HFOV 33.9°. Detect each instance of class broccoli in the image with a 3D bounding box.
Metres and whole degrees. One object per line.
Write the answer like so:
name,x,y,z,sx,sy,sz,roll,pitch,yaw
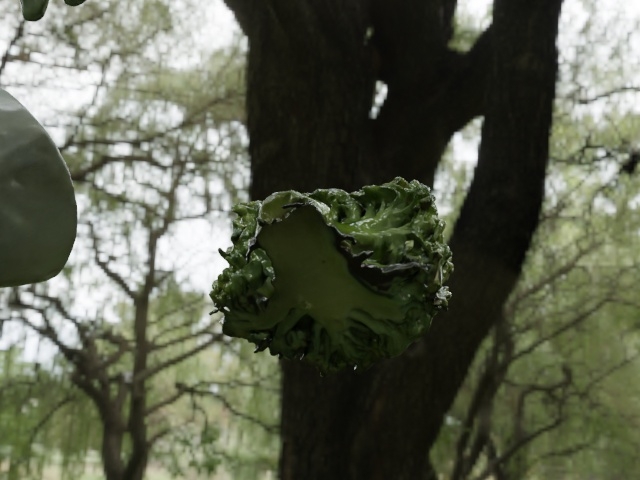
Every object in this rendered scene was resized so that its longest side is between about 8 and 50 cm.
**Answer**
broccoli,0.004,-0.003,1.065,0.242,0.180,0.273,-17,-45,14

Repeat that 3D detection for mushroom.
mushroom,-0.351,0.015,0.727,0.126,0.177,0.397,8,25,41

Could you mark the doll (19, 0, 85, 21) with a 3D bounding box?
doll,-0.257,-0.310,0.996,0.155,0.275,0.113,-15,-52,3
